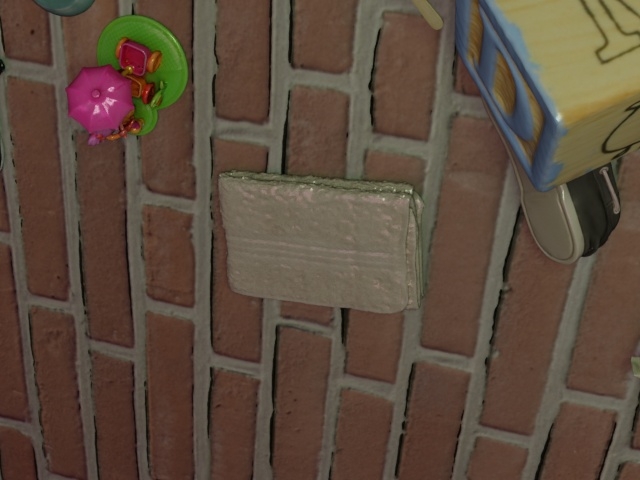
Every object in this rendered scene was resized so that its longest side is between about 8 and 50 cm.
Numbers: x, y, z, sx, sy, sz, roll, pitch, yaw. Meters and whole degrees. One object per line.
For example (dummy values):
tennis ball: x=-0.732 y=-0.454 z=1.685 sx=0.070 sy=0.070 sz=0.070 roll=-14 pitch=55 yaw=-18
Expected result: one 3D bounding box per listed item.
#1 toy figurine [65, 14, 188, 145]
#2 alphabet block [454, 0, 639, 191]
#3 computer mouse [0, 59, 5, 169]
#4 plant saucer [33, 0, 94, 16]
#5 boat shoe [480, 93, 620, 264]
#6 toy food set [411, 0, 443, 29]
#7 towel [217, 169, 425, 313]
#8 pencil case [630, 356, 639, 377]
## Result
toy figurine: x=-0.260 y=-0.175 z=1.264 sx=0.130 sy=0.159 sz=0.173 roll=24 pitch=126 yaw=5
alphabet block: x=0.253 y=-0.189 z=0.936 sx=0.197 sy=0.192 sz=0.194 roll=-25 pitch=74 yaw=-1
computer mouse: x=-0.486 y=-0.170 z=1.421 sx=0.106 sy=0.042 sz=0.193 roll=11 pitch=123 yaw=12
plant saucer: x=-0.338 y=-0.338 z=1.277 sx=0.119 sy=0.021 sz=0.119 roll=9 pitch=122 yaw=14
boat shoe: x=0.263 y=-0.137 z=1.152 sx=0.112 sy=0.095 sz=0.335 roll=14 pitch=129 yaw=56
toy food set: x=0.160 y=-0.306 z=1.001 sx=0.192 sy=0.039 sz=0.132 roll=-27 pitch=115 yaw=27
towel: x=0.000 y=0.000 z=1.345 sx=0.282 sy=0.049 sz=0.187 roll=7 pitch=120 yaw=17
pencil case: x=0.491 y=0.025 z=1.112 sx=0.183 sy=0.160 sz=0.411 roll=7 pitch=123 yaw=-2
